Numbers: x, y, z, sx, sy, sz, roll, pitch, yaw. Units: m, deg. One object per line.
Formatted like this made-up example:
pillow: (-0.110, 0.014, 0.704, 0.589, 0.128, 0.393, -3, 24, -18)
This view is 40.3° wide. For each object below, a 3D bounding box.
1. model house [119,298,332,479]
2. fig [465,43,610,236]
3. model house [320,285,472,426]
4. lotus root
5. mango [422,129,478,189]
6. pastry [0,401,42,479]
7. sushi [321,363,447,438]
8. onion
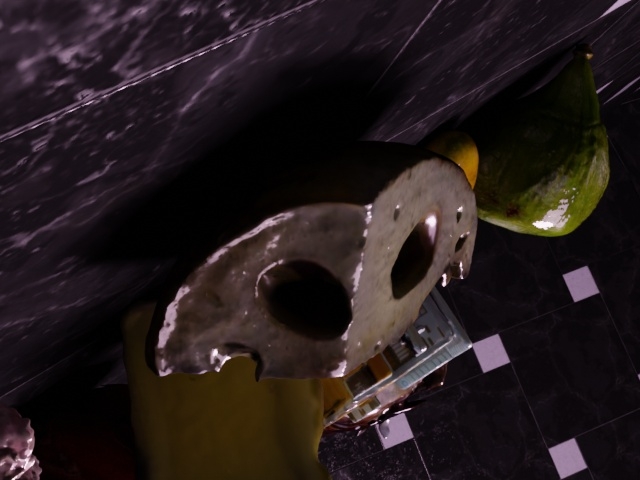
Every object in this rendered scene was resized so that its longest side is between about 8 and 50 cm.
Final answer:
model house: (-0.083, 0.155, 0.837, 0.174, 0.194, 0.234, -10, 169, -1)
fig: (0.279, -0.132, 1.099, 0.203, 0.203, 0.235, -26, 137, -57)
model house: (0.024, 0.086, 1.004, 0.215, 0.224, 0.198, -26, 167, -38)
lotus root: (0.002, -0.005, 0.642, 0.210, 0.142, 0.314, 4, -168, 13)
mango: (0.136, -0.066, 1.041, 0.163, 0.089, 0.111, -54, 169, 33)
pastry: (-0.258, 0.170, 0.616, 0.112, 0.103, 0.265, -40, 173, -25)
sushi: (0.039, 0.193, 1.498, 0.299, 0.281, 0.294, -3, 159, -20)
onion: (-0.237, 0.287, 0.944, 0.276, 0.276, 0.276, -35, 174, -5)
